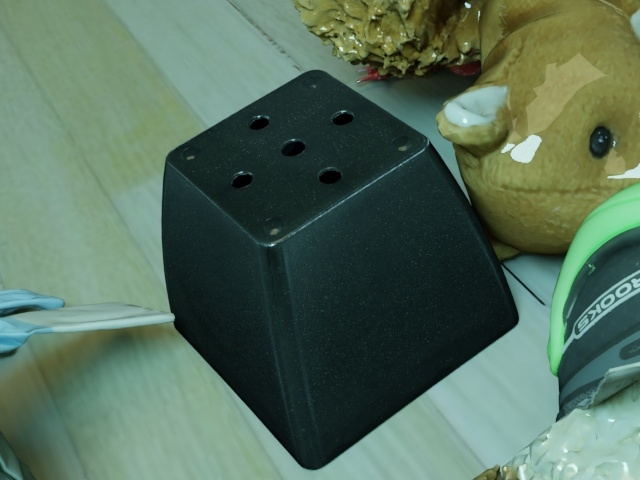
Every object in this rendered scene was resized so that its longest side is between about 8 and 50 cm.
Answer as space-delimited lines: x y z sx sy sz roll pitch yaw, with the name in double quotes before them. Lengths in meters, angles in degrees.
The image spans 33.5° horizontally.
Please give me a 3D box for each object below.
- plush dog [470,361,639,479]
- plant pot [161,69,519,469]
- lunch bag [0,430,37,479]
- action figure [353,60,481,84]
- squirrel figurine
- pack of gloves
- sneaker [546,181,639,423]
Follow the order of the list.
"plush dog" 0.159 0.165 0.403 0.211 0.262 0.225 -15 63 -46
"plant pot" 0.000 0.000 0.713 0.188 0.167 0.187 -32 46 -19
"lunch bag" -0.299 0.159 0.578 0.287 0.235 0.168 -14 44 2
"action figure" 0.096 -0.237 0.990 0.139 0.091 0.280 -3 43 3
"squirrel figurine" 0.154 -0.176 0.772 0.397 0.281 0.370 18 74 21
"pack of gloves" -0.250 0.070 0.721 0.195 0.046 0.232 8 9 44
"sneaker" 0.343 0.112 0.525 0.483 0.185 0.202 13 68 31
